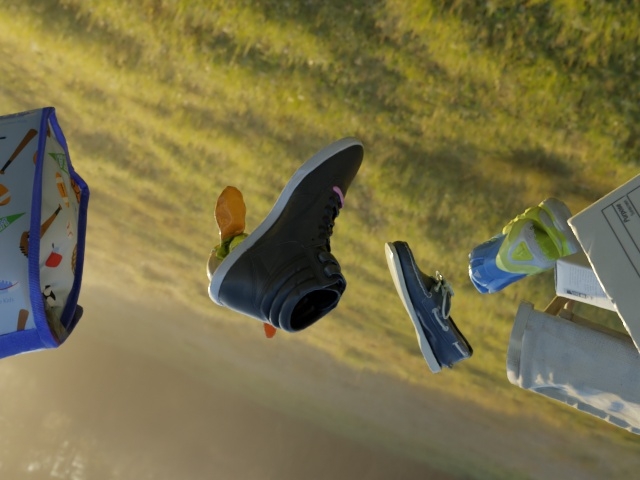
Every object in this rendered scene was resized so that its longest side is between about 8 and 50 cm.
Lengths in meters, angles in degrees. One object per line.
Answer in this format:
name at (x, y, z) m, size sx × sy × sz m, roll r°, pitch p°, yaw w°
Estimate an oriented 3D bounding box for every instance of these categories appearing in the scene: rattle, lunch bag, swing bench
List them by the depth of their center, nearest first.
swing bench at (0.428, 0.176, 1.383) m, size 0.253 × 0.165 × 0.255 m, roll 22°, pitch -158°, yaw 29°
lunch bag at (-0.523, 0.026, 1.403) m, size 0.328 × 0.385 × 0.238 m, roll -11°, pitch 138°, yaw 2°
rattle at (-0.095, 0.032, 1.466) m, size 0.130 × 0.142 × 0.199 m, roll 10°, pitch -151°, yaw -26°

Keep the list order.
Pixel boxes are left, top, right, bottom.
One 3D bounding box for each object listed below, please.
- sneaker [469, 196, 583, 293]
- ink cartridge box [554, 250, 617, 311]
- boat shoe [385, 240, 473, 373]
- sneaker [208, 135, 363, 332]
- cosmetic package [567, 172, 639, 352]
sneaker at (0.260, 0.009, 1.256) m, size 0.126 × 0.091 × 0.240 m, roll -27°, pitch 171°, yaw 28°
ink cartridge box at (0.389, 0.033, 0.945) m, size 0.223 × 0.045 × 0.224 m, roll -14°, pitch -164°, yaw -29°
boat shoe at (0.166, 0.096, 1.445) m, size 0.079 × 0.095 × 0.254 m, roll -21°, pitch 119°, yaw 7°
sneaker at (0.000, 0.000, 1.270) m, size 0.147 × 0.295 × 0.104 m, roll 32°, pitch 164°, yaw 27°
cosmetic package at (0.365, -0.020, 0.731) m, size 0.296 × 0.153 × 0.129 m, roll -34°, pitch 138°, yaw 21°
